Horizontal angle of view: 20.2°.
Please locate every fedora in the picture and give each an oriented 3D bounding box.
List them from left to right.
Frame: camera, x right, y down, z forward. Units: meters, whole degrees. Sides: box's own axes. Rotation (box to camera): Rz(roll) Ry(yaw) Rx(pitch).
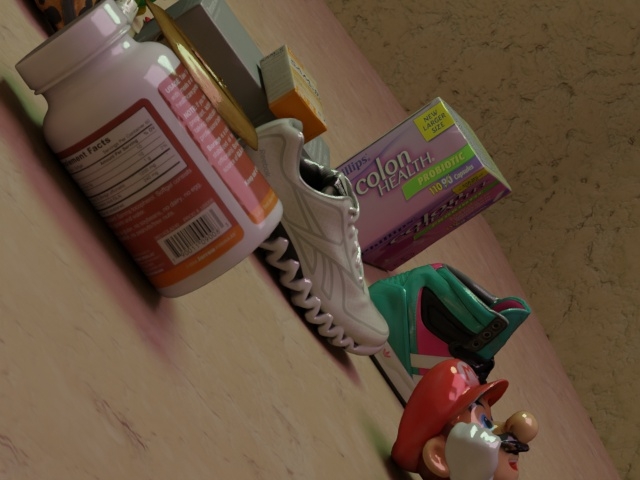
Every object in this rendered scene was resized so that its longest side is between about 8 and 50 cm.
[{"bbox_3d":[-0.138,-0.144,1.740,0.194,0.079,0.194,52,3,-4],"label":"fedora"}]

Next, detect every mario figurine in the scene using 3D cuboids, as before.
[{"bbox_3d":[0.196,0.260,1.774,0.320,0.170,0.198,66,-23,13],"label":"mario figurine"}]

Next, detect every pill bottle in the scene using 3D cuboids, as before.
[{"bbox_3d":[-0.134,-0.073,1.378,0.216,0.121,0.121,55,9,-12],"label":"pill bottle"}]

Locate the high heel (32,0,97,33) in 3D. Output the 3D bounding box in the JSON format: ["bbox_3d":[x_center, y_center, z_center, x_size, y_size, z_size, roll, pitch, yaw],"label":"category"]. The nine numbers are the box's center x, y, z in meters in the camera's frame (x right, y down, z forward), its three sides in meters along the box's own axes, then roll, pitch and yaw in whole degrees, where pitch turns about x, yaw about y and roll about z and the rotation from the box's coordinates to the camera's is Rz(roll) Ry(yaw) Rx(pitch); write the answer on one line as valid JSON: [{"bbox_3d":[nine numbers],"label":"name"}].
[{"bbox_3d":[-0.245,-0.258,1.694,0.261,0.093,0.186,136,-54,-84],"label":"high heel"}]

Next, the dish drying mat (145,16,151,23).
[{"bbox_3d":[-0.185,-0.226,2.007,0.032,0.008,0.083,51,11,-25],"label":"dish drying mat"}]

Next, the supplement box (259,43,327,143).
[{"bbox_3d":[-0.028,-0.152,1.868,0.062,0.036,0.098,49,16,-33],"label":"supplement box"}]

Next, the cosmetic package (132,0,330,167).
[{"bbox_3d":[-0.094,-0.149,1.921,0.238,0.107,0.127,56,12,-18],"label":"cosmetic package"}]

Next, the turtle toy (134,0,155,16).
[{"bbox_3d":[-0.188,-0.294,1.946,0.130,0.066,0.095,1,82,-78],"label":"turtle toy"}]

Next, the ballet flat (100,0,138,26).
[{"bbox_3d":[-0.207,-0.240,1.839,0.041,0.041,0.114,52,10,-27],"label":"ballet flat"}]

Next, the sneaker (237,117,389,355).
[{"bbox_3d":[0.000,0.000,1.856,0.292,0.118,0.110,54,8,-26],"label":"sneaker"}]

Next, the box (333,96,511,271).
[{"bbox_3d":[0.128,-0.071,2.455,0.117,0.213,0.243,58,9,14],"label":"box"}]

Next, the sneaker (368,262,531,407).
[{"bbox_3d":[0.181,0.145,2.091,0.295,0.178,0.124,56,9,-7],"label":"sneaker"}]
